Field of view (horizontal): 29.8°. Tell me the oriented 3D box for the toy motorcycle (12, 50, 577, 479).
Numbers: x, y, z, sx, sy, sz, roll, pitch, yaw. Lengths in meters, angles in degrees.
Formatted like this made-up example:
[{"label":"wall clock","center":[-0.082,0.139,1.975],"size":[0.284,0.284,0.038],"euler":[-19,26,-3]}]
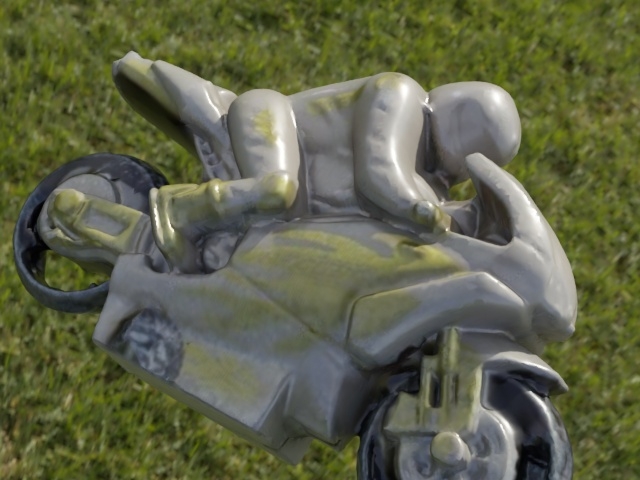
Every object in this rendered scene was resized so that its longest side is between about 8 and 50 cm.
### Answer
[{"label":"toy motorcycle","center":[0.000,0.000,0.598],"size":[0.341,0.108,0.223],"euler":[26,76,29]}]
